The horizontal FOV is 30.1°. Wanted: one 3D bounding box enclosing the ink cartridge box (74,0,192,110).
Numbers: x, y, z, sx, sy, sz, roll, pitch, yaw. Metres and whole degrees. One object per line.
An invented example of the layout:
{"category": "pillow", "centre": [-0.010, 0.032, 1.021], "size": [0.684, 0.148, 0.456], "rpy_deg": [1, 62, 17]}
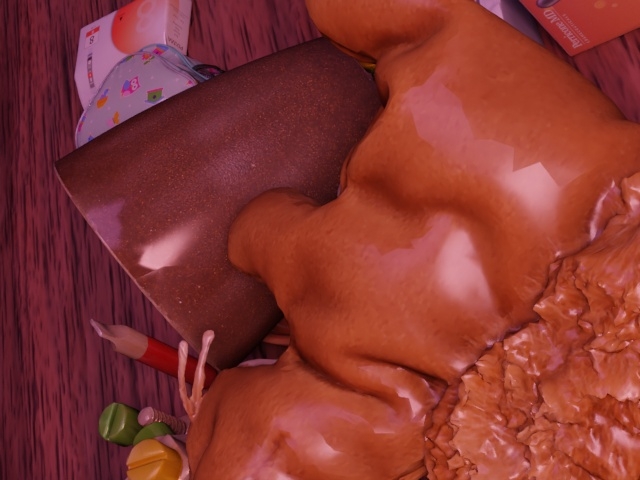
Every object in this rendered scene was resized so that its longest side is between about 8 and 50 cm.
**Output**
{"category": "ink cartridge box", "centre": [-0.213, -0.179, 1.301], "size": [0.145, 0.045, 0.179], "rpy_deg": [-19, 53, 33]}

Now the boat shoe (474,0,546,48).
{"category": "boat shoe", "centre": [0.127, -0.183, 0.987], "size": [0.076, 0.080, 0.228], "rpy_deg": [-33, 47, 25]}

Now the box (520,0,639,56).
{"category": "box", "centre": [0.229, -0.235, 0.891], "size": [0.170, 0.130, 0.091], "rpy_deg": [-22, 54, 31]}

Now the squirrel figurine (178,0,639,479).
{"category": "squirrel figurine", "centre": [0.081, 0.084, 0.726], "size": [0.397, 0.281, 0.370], "rpy_deg": [31, 84, 41]}

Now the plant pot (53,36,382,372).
{"category": "plant pot", "centre": [-0.051, -0.048, 0.942], "size": [0.230, 0.215, 0.215], "rpy_deg": [-39, 45, -2]}

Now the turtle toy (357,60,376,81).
{"category": "turtle toy", "centre": [0.084, -0.118, 0.988], "size": [0.066, 0.095, 0.130], "rpy_deg": [-28, 48, -2]}

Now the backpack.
{"category": "backpack", "centre": [-0.145, -0.097, 1.129], "size": [0.166, 0.144, 0.188], "rpy_deg": [-57, 41, 7]}

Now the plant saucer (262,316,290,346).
{"category": "plant saucer", "centre": [0.000, 0.000, 1.021], "size": [0.200, 0.037, 0.200], "rpy_deg": [-21, 54, 32]}

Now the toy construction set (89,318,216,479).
{"category": "toy construction set", "centre": [-0.152, 0.193, 0.898], "size": [0.257, 0.237, 0.309], "rpy_deg": [-34, 48, 22]}
